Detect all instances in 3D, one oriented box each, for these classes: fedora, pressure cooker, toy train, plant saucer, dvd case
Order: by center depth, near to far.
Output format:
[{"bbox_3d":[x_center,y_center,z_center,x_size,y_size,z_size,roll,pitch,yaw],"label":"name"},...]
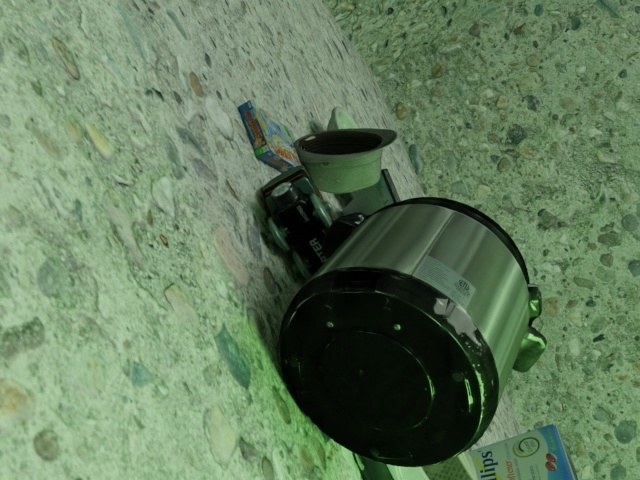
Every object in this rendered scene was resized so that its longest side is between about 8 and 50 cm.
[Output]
[{"bbox_3d":[0.173,0.129,1.220,0.420,0.375,0.370,-47,118,-52],"label":"pressure cooker"},{"bbox_3d":[-0.003,-0.001,1.464,0.334,0.142,0.190,56,10,-28],"label":"toy train"},{"bbox_3d":[0.061,-0.198,1.792,0.243,0.275,0.124,-67,153,-61],"label":"fedora"},{"bbox_3d":[0.146,-0.055,1.889,0.022,0.253,0.180,-10,71,-30],"label":"dvd case"},{"bbox_3d":[0.106,-0.215,2.183,0.400,0.100,0.400,55,18,-27],"label":"plant saucer"}]

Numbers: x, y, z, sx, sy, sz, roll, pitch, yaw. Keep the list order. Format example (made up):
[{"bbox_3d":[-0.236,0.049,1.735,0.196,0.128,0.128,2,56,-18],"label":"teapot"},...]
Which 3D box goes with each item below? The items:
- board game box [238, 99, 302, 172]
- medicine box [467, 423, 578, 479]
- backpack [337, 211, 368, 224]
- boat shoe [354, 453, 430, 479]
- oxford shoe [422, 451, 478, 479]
[{"bbox_3d":[-0.111,-0.230,1.636,0.201,0.035,0.136,21,45,-67],"label":"board game box"},{"bbox_3d":[0.529,0.659,1.849,0.149,0.289,0.263,61,16,-19],"label":"medicine box"},{"bbox_3d":[0.111,0.026,1.811,0.152,0.115,0.182,28,42,-69],"label":"backpack"},{"bbox_3d":[0.149,0.468,1.295,0.114,0.091,0.302,-5,71,-52],"label":"boat shoe"},{"bbox_3d":[0.270,0.547,1.443,0.130,0.169,0.449,58,12,-25],"label":"oxford shoe"}]
